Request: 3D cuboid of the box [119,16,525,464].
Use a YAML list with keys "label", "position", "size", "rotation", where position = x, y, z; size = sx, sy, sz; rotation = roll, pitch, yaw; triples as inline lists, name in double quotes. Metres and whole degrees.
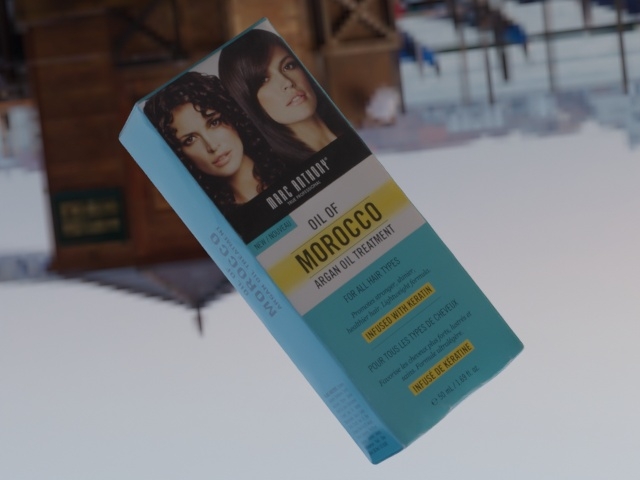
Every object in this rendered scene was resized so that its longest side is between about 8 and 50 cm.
- label: "box"
  position: [0.000, 0.000, 1.029]
  size: [0.100, 0.244, 0.060]
  rotation: [-37, 176, -23]
